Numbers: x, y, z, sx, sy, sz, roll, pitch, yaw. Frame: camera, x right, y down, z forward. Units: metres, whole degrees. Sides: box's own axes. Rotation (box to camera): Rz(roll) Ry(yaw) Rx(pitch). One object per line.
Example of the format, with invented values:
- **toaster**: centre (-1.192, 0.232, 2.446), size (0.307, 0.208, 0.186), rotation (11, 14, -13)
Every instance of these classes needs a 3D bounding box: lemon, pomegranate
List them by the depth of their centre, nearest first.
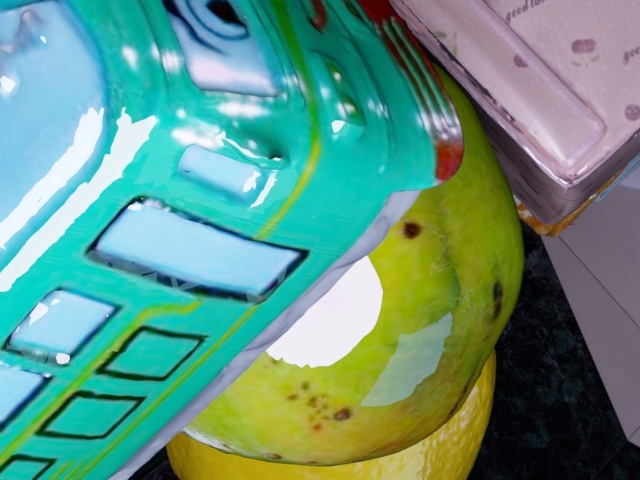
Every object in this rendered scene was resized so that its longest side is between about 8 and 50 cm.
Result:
- **pomegranate**: centre (0.000, 0.000, 0.761), size (0.236, 0.236, 0.302), rotation (-42, 175, 13)
- **lemon**: centre (0.015, 0.117, 1.423), size (0.364, 0.364, 0.364), rotation (-39, 172, -7)

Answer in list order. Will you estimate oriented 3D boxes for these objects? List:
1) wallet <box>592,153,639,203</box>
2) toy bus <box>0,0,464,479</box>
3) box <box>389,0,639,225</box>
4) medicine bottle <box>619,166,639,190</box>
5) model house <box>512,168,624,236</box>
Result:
- **wallet**: centre (0.268, -0.154, 1.472), size (0.290, 0.251, 0.054), rotation (-49, -151, 48)
- **toy bus**: centre (-0.137, 0.001, 0.553), size (0.343, 0.183, 0.199), rotation (-44, 153, 20)
- **box**: centre (0.138, -0.153, 0.855), size (0.190, 0.225, 0.297), rotation (-43, 173, 4)
- **medicine bottle**: centre (0.422, -0.237, 1.658), size (0.306, 0.245, 0.245), rotation (-48, 175, -19)
- **model house**: centre (0.127, -0.090, 1.167), size (0.199, 0.229, 0.219), rotation (-49, 169, 17)
